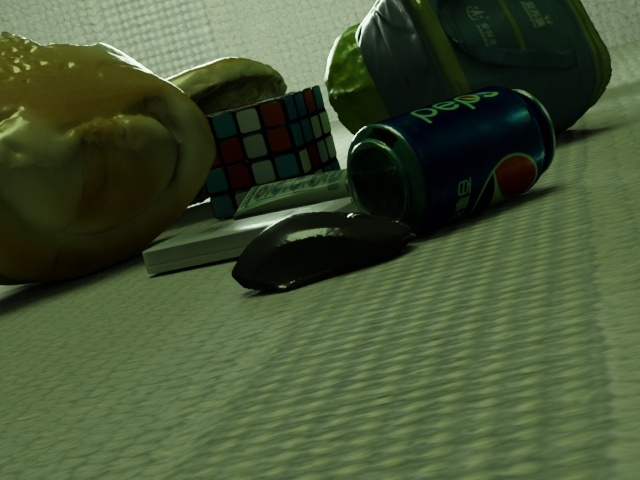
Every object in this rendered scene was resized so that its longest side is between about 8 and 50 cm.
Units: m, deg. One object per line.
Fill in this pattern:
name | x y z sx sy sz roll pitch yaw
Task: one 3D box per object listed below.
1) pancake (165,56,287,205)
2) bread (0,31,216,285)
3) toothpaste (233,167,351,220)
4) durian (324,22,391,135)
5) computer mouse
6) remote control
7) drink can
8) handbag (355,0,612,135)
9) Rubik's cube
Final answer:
pancake | -0.214 -0.153 2.153 0.387 0.082 0.387 -29 -20 -12
bread | -0.339 -0.115 1.741 0.424 0.329 0.245 -14 5 -41
toothpaste | -0.023 -0.064 1.821 0.239 0.039 0.062 -9 43 42
durian | 0.149 -0.239 2.014 0.339 0.256 0.204 -27 40 -21
computer mouse | 0.000 0.000 1.251 0.172 0.057 0.099 -14 11 -1
remote control | -0.075 -0.006 1.534 0.250 0.034 0.103 -11 9 28
drink can | 0.129 -0.080 1.352 0.205 0.118 0.118 -22 10 -35
handbag | 0.210 -0.239 1.790 0.241 0.263 0.222 -22 -16 -22
Rubik's cube | -0.075 -0.128 1.979 0.155 0.151 0.154 -13 9 23
